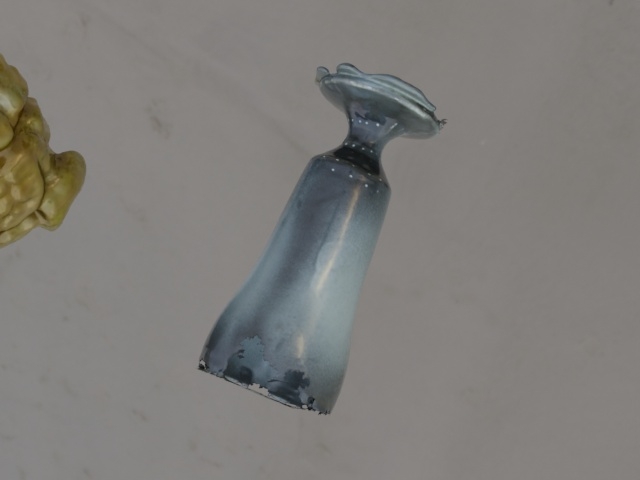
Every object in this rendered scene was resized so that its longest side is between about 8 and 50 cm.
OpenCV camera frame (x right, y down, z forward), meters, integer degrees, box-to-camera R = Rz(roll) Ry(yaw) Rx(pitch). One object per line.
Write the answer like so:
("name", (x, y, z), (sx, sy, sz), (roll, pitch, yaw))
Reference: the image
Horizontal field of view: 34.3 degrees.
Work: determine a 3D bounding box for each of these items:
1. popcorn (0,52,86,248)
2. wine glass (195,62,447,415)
("popcorn", (-0.246, -0.057, 0.665), (0.163, 0.140, 0.194), (45, 161, 11))
("wine glass", (0.000, 0.000, 0.490), (0.072, 0.155, 0.072), (22, 172, 3))
